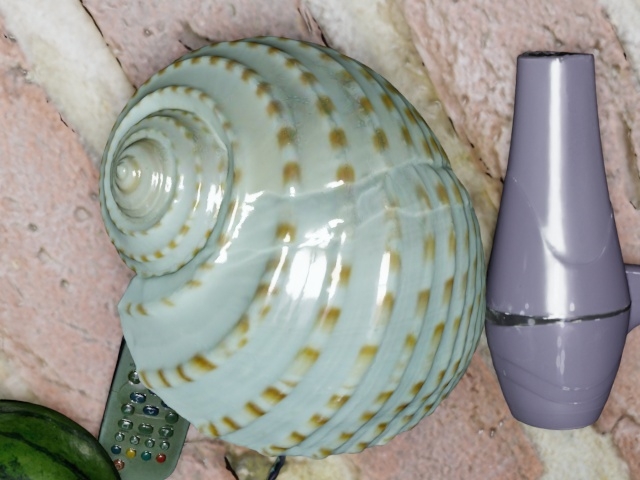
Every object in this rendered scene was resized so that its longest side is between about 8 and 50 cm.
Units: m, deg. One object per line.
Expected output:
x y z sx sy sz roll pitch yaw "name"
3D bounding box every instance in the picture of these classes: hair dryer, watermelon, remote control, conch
0.306 -0.008 1.239 0.361 0.121 0.301 -4 100 -17 "hair dryer"
-0.256 0.210 1.167 0.188 0.188 0.215 -41 115 6 "watermelon"
-0.131 0.099 1.226 0.072 0.042 0.222 13 107 -12 "remote control"
0.002 -0.007 1.090 0.319 0.215 0.303 -1 64 -22 "conch"

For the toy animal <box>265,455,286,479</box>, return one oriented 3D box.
-0.046 0.138 1.247 0.079 0.070 0.253 19 122 22 "toy animal"
